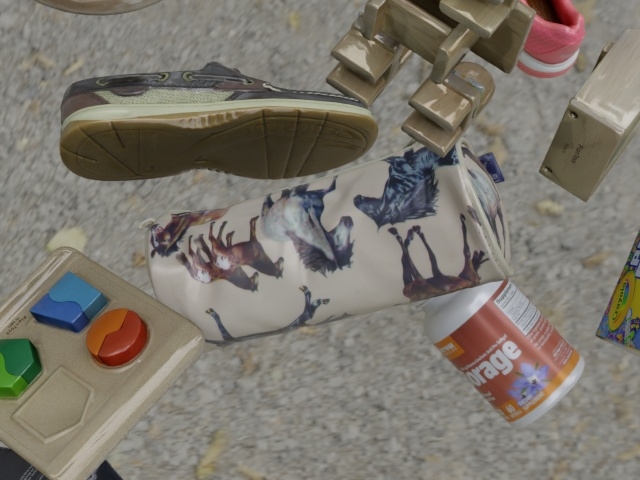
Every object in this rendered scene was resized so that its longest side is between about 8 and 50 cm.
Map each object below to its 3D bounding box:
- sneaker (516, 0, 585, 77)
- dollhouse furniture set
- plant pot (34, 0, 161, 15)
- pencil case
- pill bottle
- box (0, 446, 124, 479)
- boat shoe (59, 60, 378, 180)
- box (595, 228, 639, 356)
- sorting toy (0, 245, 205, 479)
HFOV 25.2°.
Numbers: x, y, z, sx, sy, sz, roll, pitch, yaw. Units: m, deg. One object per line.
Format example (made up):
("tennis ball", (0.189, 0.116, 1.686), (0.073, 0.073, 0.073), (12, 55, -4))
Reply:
("sneaker", (0.241, -0.361, 1.844), (0.116, 0.136, 0.314), (-38, 85, -13))
("dollhouse furniture set", (0.149, -0.171, 1.070), (0.242, 0.212, 0.161), (34, 65, 11))
("plant pot", (-0.172, -0.301, 1.063), (0.323, 0.280, 0.323), (-4, 116, -8))
("pencil case", (0.000, 0.000, 1.569), (0.410, 0.160, 0.183), (-15, 80, 17))
("pill bottle", (0.202, 0.109, 1.708), (0.216, 0.121, 0.121), (46, 68, -2))
("box", (-0.304, 0.403, 1.610), (0.343, 0.312, 0.179), (56, 49, -32))
("boat shoe", (-0.048, -0.061, 0.679), (0.152, 0.056, 0.049), (-1, 54, -17))
("box", (0.442, 0.077, 1.207), (0.290, 0.279, 0.177), (23, 89, -17))
("sorting toy", (-0.294, 0.153, 1.459), (0.229, 0.041, 0.307), (30, 67, 34))
